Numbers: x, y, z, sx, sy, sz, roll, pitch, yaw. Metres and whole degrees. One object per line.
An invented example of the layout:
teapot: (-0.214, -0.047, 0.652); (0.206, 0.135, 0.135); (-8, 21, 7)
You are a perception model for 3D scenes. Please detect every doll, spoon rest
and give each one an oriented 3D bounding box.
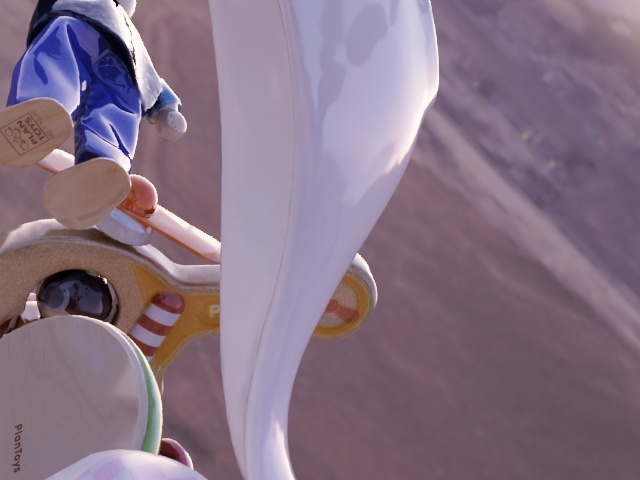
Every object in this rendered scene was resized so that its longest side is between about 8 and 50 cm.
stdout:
doll: (-0.111, -0.086, 0.830); (0.129, 0.046, 0.189); (48, 21, -23)
spoon rest: (0.000, 0.000, 0.512); (0.137, 0.084, 0.276); (-136, -152, -73)

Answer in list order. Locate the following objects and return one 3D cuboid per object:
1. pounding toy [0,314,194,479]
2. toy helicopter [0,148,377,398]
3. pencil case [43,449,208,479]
pounding toy: (-0.163, 0.174, 1.116); (0.183, 0.237, 0.110); (4, -26, 37)
toy helicopter: (-0.125, 0.036, 1.485); (0.355, 0.235, 0.140); (-3, 28, -14)
pencil case: (-0.128, 0.133, 0.376); (0.273, 0.124, 0.113); (-16, 85, -39)
